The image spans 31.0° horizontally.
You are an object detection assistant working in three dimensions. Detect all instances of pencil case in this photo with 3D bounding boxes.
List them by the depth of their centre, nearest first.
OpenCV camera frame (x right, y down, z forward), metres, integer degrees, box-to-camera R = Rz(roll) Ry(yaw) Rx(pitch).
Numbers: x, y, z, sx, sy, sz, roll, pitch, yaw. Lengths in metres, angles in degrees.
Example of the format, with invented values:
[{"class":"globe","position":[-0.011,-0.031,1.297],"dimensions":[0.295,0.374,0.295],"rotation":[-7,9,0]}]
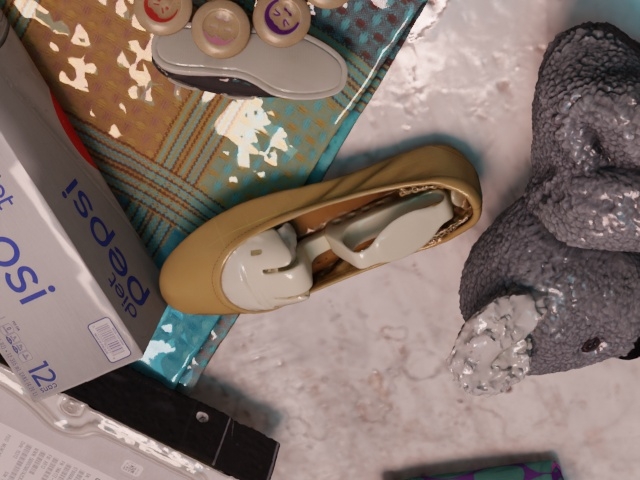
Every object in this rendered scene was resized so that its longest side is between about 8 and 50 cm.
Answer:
[{"class":"pencil case","position":[0.117,0.214,0.900],"dimensions":[0.152,0.064,0.070],"rotation":[-8,89,11]}]

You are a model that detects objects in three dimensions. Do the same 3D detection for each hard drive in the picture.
[{"class":"hard drive","position":[-0.232,0.171,0.897],"dimensions":[0.339,0.064,0.237],"rotation":[28,126,-9]}]

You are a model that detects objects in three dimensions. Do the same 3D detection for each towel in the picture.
[{"class":"towel","position":[-0.131,-0.081,0.800],"dimensions":[0.271,0.040,0.370],"rotation":[29,115,-9]}]

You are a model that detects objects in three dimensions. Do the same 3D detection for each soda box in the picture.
[{"class":"soda box","position":[-0.211,-0.043,0.751],"dimensions":[0.091,0.098,0.286],"rotation":[-23,109,16]}]

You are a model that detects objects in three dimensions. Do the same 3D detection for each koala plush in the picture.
[{"class":"koala plush","position":[0.170,-0.001,0.733],"dimensions":[0.203,0.196,0.221],"rotation":[41,114,0]}]

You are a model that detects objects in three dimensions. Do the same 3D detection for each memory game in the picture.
[{"class":"memory game","position":[-0.055,-0.204,0.707],"dimensions":[0.186,0.012,0.186],"rotation":[0,95,-6]}]

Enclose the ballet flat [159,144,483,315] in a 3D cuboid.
[{"class":"ballet flat","position":[0.000,0.000,0.774],"dimensions":[0.232,0.073,0.080],"rotation":[-24,121,1]}]

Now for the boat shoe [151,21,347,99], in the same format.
[{"class":"boat shoe","position":[-0.046,-0.111,0.739],"dimensions":[0.125,0.038,0.046],"rotation":[5,78,-2]}]
